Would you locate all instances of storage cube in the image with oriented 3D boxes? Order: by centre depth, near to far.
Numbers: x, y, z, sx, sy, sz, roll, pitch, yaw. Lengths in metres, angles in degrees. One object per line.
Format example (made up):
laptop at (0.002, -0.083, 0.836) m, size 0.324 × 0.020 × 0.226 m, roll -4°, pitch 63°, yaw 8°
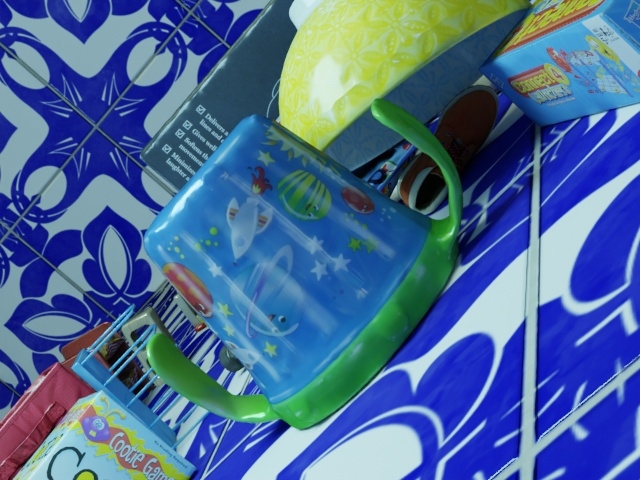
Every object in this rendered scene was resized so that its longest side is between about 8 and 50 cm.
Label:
storage cube at (-0.325, 0.288, 1.537) m, size 0.184 × 0.193 × 0.215 m, roll -51°, pitch 9°, yaw -19°

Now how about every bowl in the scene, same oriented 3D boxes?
bowl at (0.058, -0.203, 1.253) m, size 0.289 × 0.156 × 0.289 m, roll -36°, pitch -7°, yaw -5°

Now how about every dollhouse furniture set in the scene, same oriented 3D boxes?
dollhouse furniture set at (-0.276, 0.184, 2.118) m, size 0.374 × 0.152 × 0.201 m, roll -31°, pitch 9°, yaw 5°

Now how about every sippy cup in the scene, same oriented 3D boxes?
sippy cup at (-0.031, 0.013, 1.121) m, size 0.305 × 0.224 × 0.240 m, roll -50°, pitch 8°, yaw -15°

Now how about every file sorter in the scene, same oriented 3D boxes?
file sorter at (-0.222, 0.177, 1.595) m, size 0.104 × 0.170 × 0.118 m, roll -47°, pitch 7°, yaw -3°

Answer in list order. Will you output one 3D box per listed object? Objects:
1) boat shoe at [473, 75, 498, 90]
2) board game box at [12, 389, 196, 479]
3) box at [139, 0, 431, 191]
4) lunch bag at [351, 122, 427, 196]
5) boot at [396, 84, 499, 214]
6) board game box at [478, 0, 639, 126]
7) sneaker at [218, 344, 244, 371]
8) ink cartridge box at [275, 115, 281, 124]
boat shoe at (0.221, -0.273, 1.612) m, size 0.110 × 0.122 × 0.341 m, roll -3°, pitch 34°, yaw 23°
board game box at (-0.287, 0.319, 1.351) m, size 0.275 × 0.144 × 0.142 m, roll -53°, pitch 9°, yaw -22°
box at (-0.032, -0.196, 1.902) m, size 0.395 × 0.293 × 0.212 m, roll -46°, pitch 8°, yaw 15°
lunch bag at (0.017, -0.031, 1.457) m, size 0.293 × 0.138 × 0.221 m, roll -40°, pitch -11°, yaw -29°
boot at (0.143, -0.095, 1.325) m, size 0.158 × 0.059 × 0.085 m, roll -56°, pitch 9°, yaw 14°
board game box at (0.302, -0.248, 1.046) m, size 0.302 × 0.086 × 0.308 m, roll -49°, pitch 8°, yaw -7°
sneaker at (-0.080, 0.111, 1.582) m, size 0.089 × 0.051 × 0.170 m, roll -42°, pitch 15°, yaw 40°
ink cartridge box at (0.025, -0.134, 1.721) m, size 0.127 × 0.176 × 0.128 m, roll -50°, pitch 7°, yaw 9°
